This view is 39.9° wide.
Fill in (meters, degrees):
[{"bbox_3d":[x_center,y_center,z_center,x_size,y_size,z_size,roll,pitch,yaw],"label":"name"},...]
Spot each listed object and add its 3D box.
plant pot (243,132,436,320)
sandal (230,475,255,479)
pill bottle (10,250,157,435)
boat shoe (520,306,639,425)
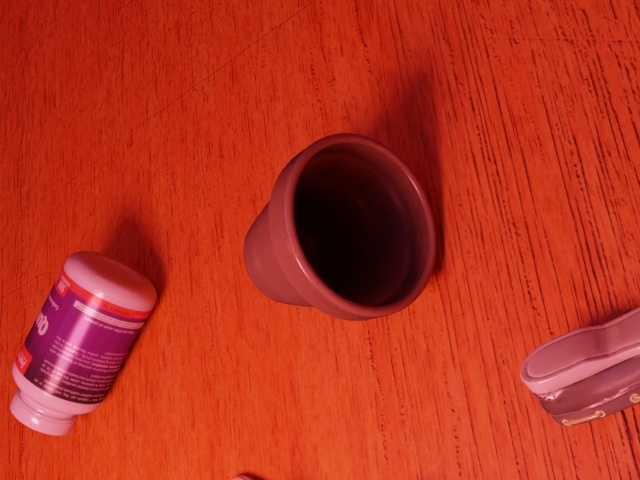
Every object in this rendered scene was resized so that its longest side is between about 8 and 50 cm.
[{"bbox_3d":[0.000,0.000,1.300,0.229,0.263,0.262,-21,62,53],"label":"plant pot"},{"bbox_3d":[-0.096,0.428,1.309,0.265,0.076,0.101,18,87,53],"label":"sandal"},{"bbox_3d":[-0.451,0.193,1.642,0.181,0.182,0.322,35,99,42],"label":"pill bottle"},{"bbox_3d":[0.386,0.132,1.011,0.305,0.091,0.109,-25,19,27],"label":"boat shoe"}]
